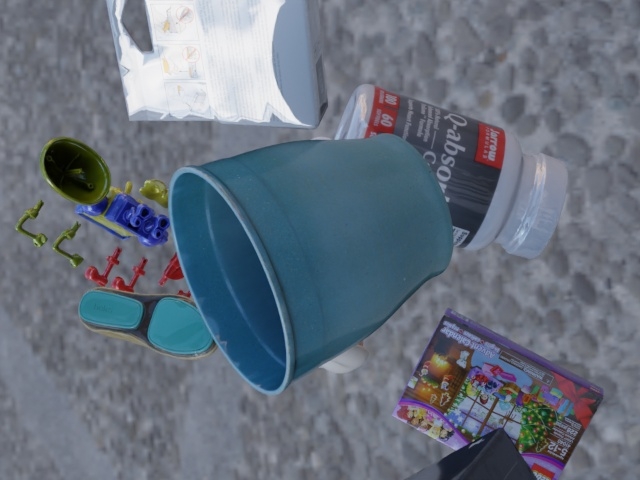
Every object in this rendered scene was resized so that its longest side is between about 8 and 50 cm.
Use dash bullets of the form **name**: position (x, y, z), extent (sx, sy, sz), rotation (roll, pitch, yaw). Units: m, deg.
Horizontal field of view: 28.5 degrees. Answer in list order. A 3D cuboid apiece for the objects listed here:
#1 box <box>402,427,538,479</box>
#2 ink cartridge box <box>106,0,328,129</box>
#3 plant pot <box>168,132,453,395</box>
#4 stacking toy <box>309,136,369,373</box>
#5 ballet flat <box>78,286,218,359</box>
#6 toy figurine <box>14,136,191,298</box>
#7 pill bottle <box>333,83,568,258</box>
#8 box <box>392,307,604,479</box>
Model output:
- **box**: position (0.198, 0.574, 1.669), extent (0.297, 0.480, 0.472), rotation (-33, 86, 25)
- **ink cartridge box**: position (-0.133, -0.286, 1.583), extent (0.066, 0.261, 0.296), rotation (-68, -23, -52)
- **plant pot**: position (0.000, 0.000, 1.442), extent (0.271, 0.255, 0.272), rotation (47, 150, 38)
- **stacking toy**: position (-0.038, 0.013, 2.592), extent (0.350, 0.350, 0.480), rotation (-6, 71, 59)
- **ballet flat**: position (-0.208, 0.106, 1.628), extent (0.232, 0.073, 0.080), rotation (14, 79, 31)
- **toy figurine**: position (-0.360, -0.031, 2.070), extent (0.217, 0.362, 0.191), rotation (17, 79, 56)
- **pill bottle**: position (0.201, -0.105, 2.051), extent (0.210, 0.362, 0.210), rotation (-163, 90, -83)
- **box**: position (0.293, 0.269, 2.091), extent (0.293, 0.057, 0.201), rotation (27, 103, 8)
